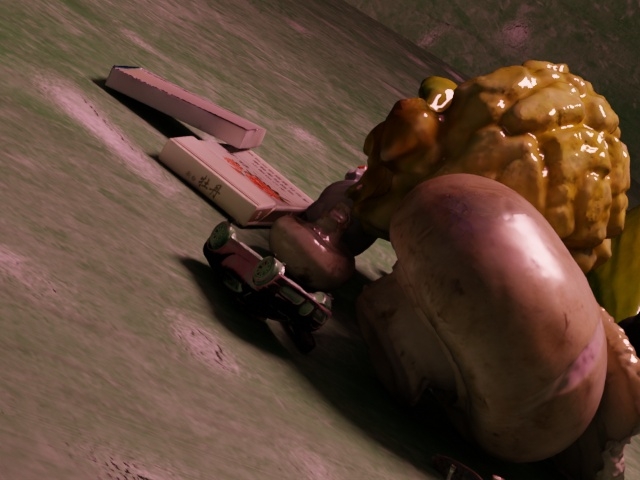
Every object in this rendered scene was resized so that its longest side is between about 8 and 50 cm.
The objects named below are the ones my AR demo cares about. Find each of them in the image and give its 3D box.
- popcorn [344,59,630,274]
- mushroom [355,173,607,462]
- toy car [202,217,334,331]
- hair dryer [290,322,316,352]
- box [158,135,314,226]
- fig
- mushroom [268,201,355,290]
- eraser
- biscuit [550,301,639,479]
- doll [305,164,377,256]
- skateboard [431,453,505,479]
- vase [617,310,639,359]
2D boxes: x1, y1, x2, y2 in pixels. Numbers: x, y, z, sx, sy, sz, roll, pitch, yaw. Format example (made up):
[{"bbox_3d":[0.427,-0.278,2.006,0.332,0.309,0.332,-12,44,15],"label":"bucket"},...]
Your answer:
[{"bbox_3d":[0.157,-0.045,1.805,0.270,0.258,0.224,49,34,-55],"label":"popcorn"},{"bbox_3d":[0.132,0.070,1.597,0.255,0.184,0.255,56,-20,32],"label":"mushroom"},{"bbox_3d":[-0.045,0.034,1.549,0.069,0.055,0.142,38,-2,-34],"label":"toy car"},{"bbox_3d":[-0.015,0.065,1.586,0.047,0.026,0.083,29,17,-26],"label":"hair dryer"},{"bbox_3d":[-0.071,-0.054,1.884,0.109,0.029,0.198,38,11,14],"label":"box"},{"bbox_3d":[0.431,0.093,2.409,0.233,0.233,0.314,31,39,-21],"label":"fig"},{"bbox_3d":[0.000,0.000,1.745,0.085,0.079,0.085,37,13,-10],"label":"mushroom"},{"bbox_3d":[-0.131,-0.132,1.962,0.150,0.023,0.104,26,8,7],"label":"eraser"},{"bbox_3d":[0.225,0.138,1.708,0.040,0.188,0.265,-10,-1,-16],"label":"biscuit"},{"bbox_3d":[0.029,-0.030,1.924,0.079,0.094,0.180,13,15,4],"label":"doll"},{"bbox_3d":[0.095,0.175,1.463,0.064,0.032,0.083,30,6,27],"label":"skateboard"},{"bbox_3d":[0.458,0.119,2.261,0.237,0.115,0.115,-9,38,-32],"label":"vase"}]
